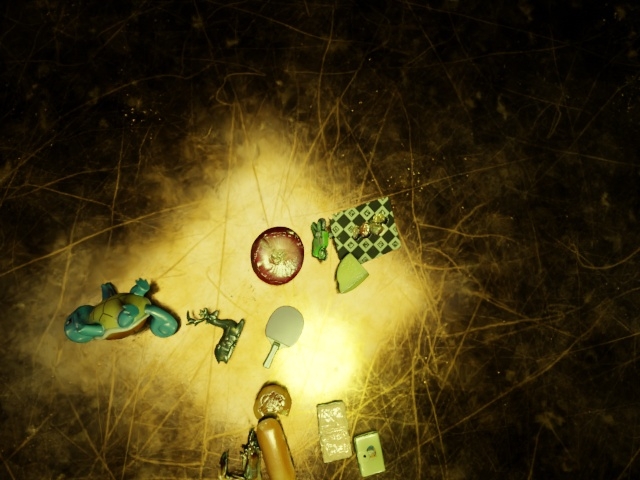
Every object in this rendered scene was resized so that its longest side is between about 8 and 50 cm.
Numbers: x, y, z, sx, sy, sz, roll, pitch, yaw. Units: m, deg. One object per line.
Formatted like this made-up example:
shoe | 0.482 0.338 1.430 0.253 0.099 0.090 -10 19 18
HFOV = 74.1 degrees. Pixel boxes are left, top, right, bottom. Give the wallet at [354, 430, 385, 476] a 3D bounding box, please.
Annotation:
wallet | 0.201 0.882 1.756 0.110 0.039 0.155 -10 84 -11

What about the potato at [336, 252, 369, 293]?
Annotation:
potato | 0.120 0.147 1.841 0.149 0.081 0.120 -39 69 -2

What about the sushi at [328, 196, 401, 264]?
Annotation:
sushi | 0.190 -0.037 1.876 0.289 0.050 0.264 -21 105 -10

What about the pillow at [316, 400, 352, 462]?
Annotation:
pillow | 0.055 0.789 1.753 0.126 0.043 0.233 -7 86 -2

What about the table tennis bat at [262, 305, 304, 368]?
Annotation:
table tennis bat | -0.170 0.408 1.791 0.154 0.021 0.274 26 78 -2

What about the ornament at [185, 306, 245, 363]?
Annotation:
ornament | -0.454 0.377 1.737 0.236 0.080 0.202 23 78 -5

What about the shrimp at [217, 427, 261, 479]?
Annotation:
shrimp | -0.322 0.903 1.688 0.178 0.075 0.290 -2 95 -4

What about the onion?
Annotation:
onion | -0.178 0.061 1.768 0.247 0.161 0.248 0 92 -3

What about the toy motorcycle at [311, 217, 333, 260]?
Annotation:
toy motorcycle | 0.000 0.000 1.826 0.074 0.106 0.190 2 76 -30

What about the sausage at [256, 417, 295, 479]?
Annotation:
sausage | -0.180 0.845 1.689 0.105 0.105 0.275 -18 84 -8

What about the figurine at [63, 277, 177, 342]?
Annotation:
figurine | -0.782 0.281 1.659 0.416 0.243 0.298 0 39 -9

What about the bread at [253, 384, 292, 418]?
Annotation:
bread | -0.195 0.650 1.719 0.156 0.086 0.125 -1 77 -9
